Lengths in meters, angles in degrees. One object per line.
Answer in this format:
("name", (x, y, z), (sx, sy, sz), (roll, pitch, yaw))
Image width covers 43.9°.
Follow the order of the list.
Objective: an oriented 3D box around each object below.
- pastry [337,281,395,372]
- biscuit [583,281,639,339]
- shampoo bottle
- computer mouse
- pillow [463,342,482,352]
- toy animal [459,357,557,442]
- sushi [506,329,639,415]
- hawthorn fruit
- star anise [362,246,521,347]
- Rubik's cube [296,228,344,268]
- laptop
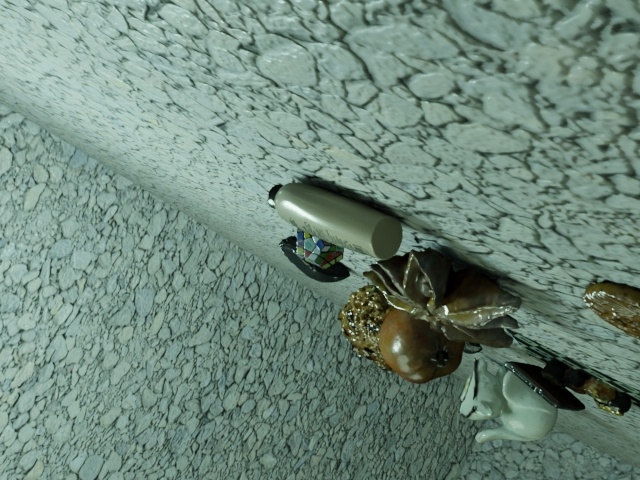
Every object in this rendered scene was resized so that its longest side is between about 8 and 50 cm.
("pastry", (0.179, 0.227, 2.171), (0.275, 0.193, 0.274), (38, 153, 23))
("biscuit", (0.403, 0.104, 0.947), (0.188, 0.027, 0.188), (29, 172, 4))
("shampoo bottle", (0.011, -0.039, 1.270), (0.257, 0.078, 0.127), (20, 174, 40))
("computer mouse", (-0.021, 0.062, 2.143), (0.217, 0.073, 0.122), (34, 172, -24))
("pillow", (0.386, 0.272, 2.119), (0.090, 0.048, 0.150), (36, 179, 15))
("toy animal", (0.557, 0.485, 2.372), (0.290, 0.248, 0.174), (-7, -155, 8))
("sushi", (0.539, 0.300, 1.702), (0.290, 0.050, 0.264), (26, 172, 31))
("hawthorn fruit", (0.230, 0.229, 1.926), (0.199, 0.199, 0.251), (34, -175, -32))
("star anise", (0.195, 0.085, 1.324), (0.292, 0.109, 0.349), (32, 166, 23))
("Rubik's cube", (0.000, 0.000, 1.538), (0.111, 0.111, 0.093), (31, 149, -13))
("laptop", (0.498, 0.324, 1.755), (0.154, 0.026, 0.207), (43, -167, 31))
